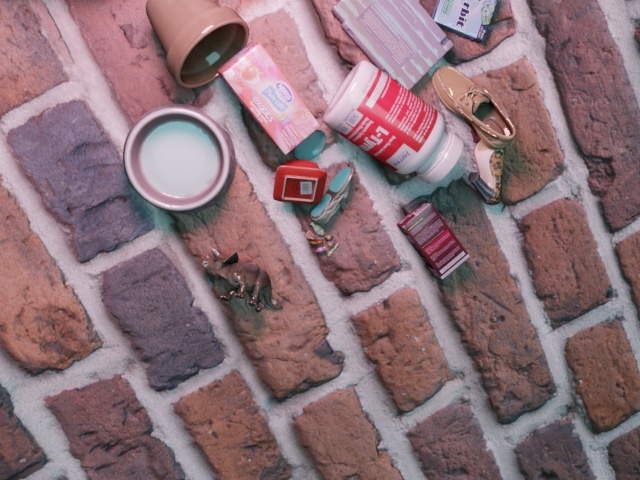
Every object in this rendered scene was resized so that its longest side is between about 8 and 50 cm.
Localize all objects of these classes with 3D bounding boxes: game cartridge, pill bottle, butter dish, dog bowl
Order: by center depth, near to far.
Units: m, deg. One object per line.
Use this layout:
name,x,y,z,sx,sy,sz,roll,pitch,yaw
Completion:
dog bowl,-0.433,-0.247,1.664,0.349,0.102,0.348,-2,100,-9
pill bottle,0.233,-0.354,1.693,0.408,0.229,0.229,31,93,-13
game cartridge,0.227,-0.673,1.729,0.230,0.068,0.355,-44,104,4
butter dish,-0.066,-0.204,1.731,0.160,0.118,0.160,5,140,-7

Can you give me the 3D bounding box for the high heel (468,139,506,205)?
high heel,0.606,-0.258,1.869,0.186,0.093,0.261,38,75,-38

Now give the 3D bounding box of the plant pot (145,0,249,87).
plant pot,-0.374,-0.612,1.561,0.263,0.263,0.229,-40,84,-1

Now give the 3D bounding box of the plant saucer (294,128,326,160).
plant saucer,-0.036,-0.309,1.733,0.119,0.021,0.119,-26,144,-20

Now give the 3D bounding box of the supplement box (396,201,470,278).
supplement box,0.386,-0.001,1.858,0.130,0.073,0.239,-39,104,-2

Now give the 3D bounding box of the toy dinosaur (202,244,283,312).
toy dinosaur,-0.226,0.132,1.749,0.313,0.121,0.160,24,61,-26

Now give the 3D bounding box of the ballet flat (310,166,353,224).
ballet flat,0.049,-0.145,1.789,0.068,0.072,0.213,35,93,-41

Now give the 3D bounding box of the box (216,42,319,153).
box,-0.156,-0.425,1.623,0.142,0.154,0.300,-39,116,0

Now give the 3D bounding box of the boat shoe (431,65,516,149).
boat shoe,0.501,-0.446,1.749,0.121,0.110,0.341,-44,84,-3

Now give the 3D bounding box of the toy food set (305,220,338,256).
toy food set,0.000,0.000,1.819,0.122,0.019,0.078,36,92,-13

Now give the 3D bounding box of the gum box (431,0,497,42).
gum box,0.468,-0.753,1.763,0.184,0.041,0.157,17,96,-11
